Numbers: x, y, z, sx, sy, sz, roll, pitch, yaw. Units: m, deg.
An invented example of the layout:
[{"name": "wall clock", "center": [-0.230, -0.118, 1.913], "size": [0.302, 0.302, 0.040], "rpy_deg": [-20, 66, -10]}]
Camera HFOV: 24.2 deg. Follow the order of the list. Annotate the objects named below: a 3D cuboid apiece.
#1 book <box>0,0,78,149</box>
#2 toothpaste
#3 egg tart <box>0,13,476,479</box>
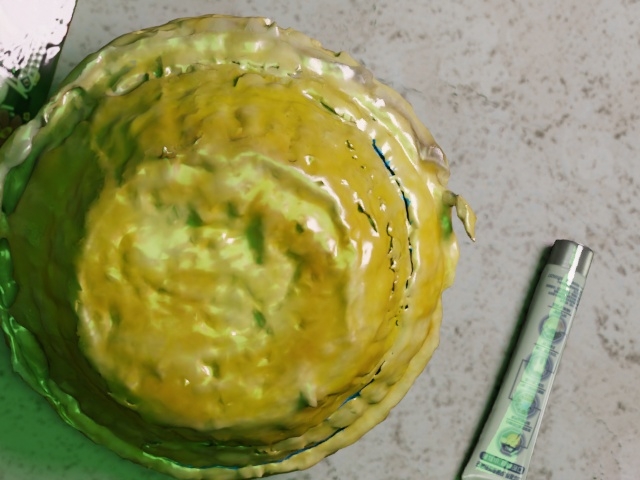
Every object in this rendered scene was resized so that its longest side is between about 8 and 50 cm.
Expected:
[{"name": "book", "center": [-0.345, -0.189, 1.138], "size": [0.322, 0.018, 0.228], "rpy_deg": [21, 80, -30]}, {"name": "toothpaste", "center": [0.190, 0.115, 1.336], "size": [0.062, 0.039, 0.239], "rpy_deg": [22, 82, -13]}, {"name": "egg tart", "center": [-0.071, 0.019, 1.142], "size": [0.388, 0.169, 0.388], "rpy_deg": [-1, 103, -4]}]
